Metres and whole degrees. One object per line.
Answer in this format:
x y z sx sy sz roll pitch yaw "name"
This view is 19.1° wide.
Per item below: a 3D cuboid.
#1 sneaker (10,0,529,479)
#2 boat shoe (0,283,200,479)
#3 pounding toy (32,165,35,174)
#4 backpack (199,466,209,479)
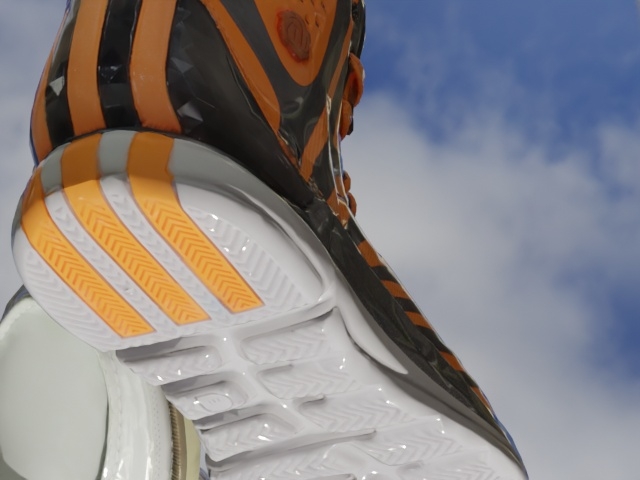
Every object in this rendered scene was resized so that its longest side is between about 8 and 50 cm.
0.000 0.000 0.733 0.321 0.124 0.180 59 -154 -48 "sneaker"
-0.139 0.134 0.872 0.113 0.302 0.103 37 -137 23 "boat shoe"
-0.110 -0.035 1.116 0.094 0.206 0.181 -45 -65 -42 "pounding toy"
-0.147 0.257 1.435 0.263 0.276 0.213 32 -104 8 "backpack"
